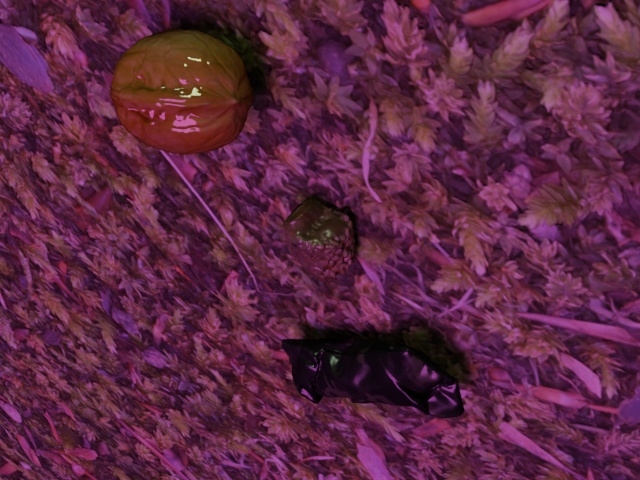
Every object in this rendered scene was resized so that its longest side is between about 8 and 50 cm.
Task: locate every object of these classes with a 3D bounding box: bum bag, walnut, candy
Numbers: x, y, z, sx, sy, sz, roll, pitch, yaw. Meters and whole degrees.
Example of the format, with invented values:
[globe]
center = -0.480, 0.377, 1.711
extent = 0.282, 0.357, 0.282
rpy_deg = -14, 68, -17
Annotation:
[bum bag]
center = 0.066, 0.198, 1.489
extent = 0.341, 0.095, 0.144
rpy_deg = -3, 132, 48
[walnut]
center = -0.177, -0.190, 1.269
extent = 0.207, 0.159, 0.159
rpy_deg = 14, 135, 37
[candy]
center = 0.000, 0.000, 1.369
extent = 0.095, 0.085, 0.110
rpy_deg = 33, 153, 23
